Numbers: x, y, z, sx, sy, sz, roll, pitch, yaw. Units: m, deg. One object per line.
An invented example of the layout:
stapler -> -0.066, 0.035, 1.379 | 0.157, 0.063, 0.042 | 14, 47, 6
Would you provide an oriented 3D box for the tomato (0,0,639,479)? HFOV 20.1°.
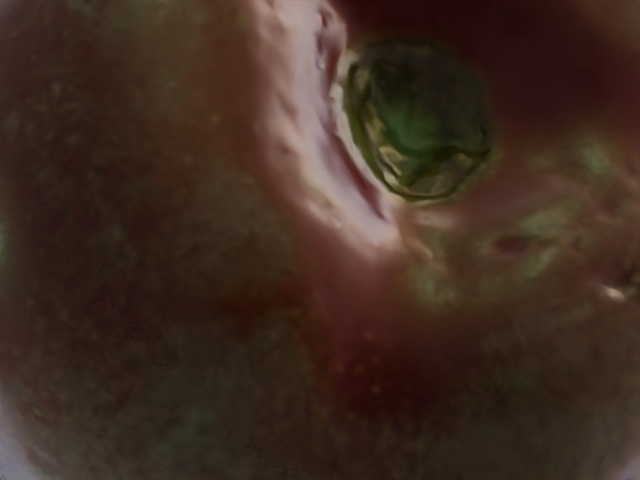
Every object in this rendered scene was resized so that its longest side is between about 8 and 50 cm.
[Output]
tomato -> 0.000, 0.000, 0.566 | 0.270, 0.222, 0.270 | 6, -110, -17
